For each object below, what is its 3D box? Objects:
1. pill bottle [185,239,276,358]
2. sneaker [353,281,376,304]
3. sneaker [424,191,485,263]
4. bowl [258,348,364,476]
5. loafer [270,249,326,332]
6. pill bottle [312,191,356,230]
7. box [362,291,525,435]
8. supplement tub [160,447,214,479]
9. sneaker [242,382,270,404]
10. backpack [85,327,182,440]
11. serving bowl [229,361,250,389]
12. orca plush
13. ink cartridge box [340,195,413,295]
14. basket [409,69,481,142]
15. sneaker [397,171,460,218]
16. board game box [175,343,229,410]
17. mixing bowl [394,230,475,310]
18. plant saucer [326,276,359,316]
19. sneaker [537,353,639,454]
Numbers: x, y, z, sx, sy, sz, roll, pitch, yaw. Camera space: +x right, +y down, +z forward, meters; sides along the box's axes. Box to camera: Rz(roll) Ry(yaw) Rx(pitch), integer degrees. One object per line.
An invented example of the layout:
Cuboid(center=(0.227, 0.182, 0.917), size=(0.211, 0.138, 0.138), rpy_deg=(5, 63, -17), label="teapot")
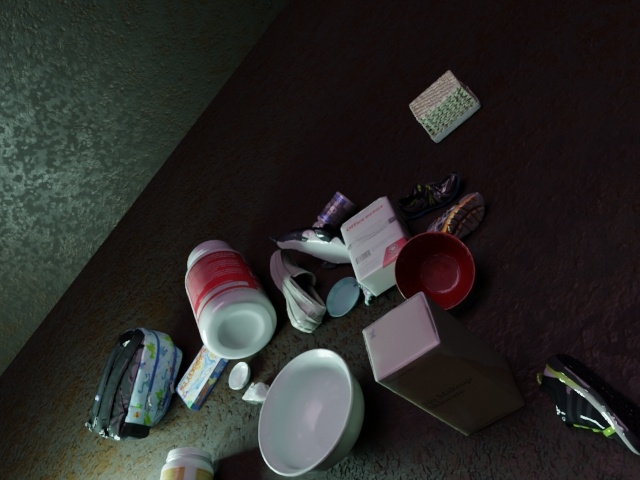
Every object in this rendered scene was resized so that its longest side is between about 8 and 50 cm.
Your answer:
Cuboid(center=(-0.301, 0.167, 1.906), size=(0.229, 0.229, 0.407), rpy_deg=(-49, 35, 8), label="pill bottle")
Cuboid(center=(0.117, 0.128, 1.598), size=(0.069, 0.038, 0.098), rpy_deg=(1, 50, 29), label="sneaker")
Cuboid(center=(0.315, -0.036, 1.477), size=(0.215, 0.084, 0.083), rpy_deg=(-50, 30, 9), label="sneaker")
Cuboid(center=(0.002, 0.418, 1.415), size=(0.298, 0.134, 0.297), rpy_deg=(-31, 40, 31), label="bowl")
Cuboid(center=(-0.061, 0.128, 1.761), size=(0.111, 0.112, 0.319), rpy_deg=(-48, 44, 18), label="loafer")
Cuboid(center=(0.040, -0.074, 1.837), size=(0.137, 0.078, 0.078), rpy_deg=(-52, 34, 4), label="pill bottle")
Cuboid(center=(0.235, 0.240, 1.131), size=(0.148, 0.311, 0.121), rpy_deg=(-38, 38, 22), label="box")
Cuboid(center=(-0.365, 0.679, 1.620), size=(0.144, 0.144, 0.199), rpy_deg=(-31, 41, 31), label="supplement tub")
Cuboid(center=(-0.161, 0.427, 1.674), size=(0.152, 0.054, 0.061), rpy_deg=(-6, 54, 48), label="sneaker")
Cuboid(center=(-0.625, 0.475, 2.042), size=(0.290, 0.274, 0.355), rpy_deg=(-10, 76, 49), label="backpack")
Cuboid(center=(-0.237, 0.409, 1.800), size=(0.083, 0.027, 0.083), rpy_deg=(-31, 40, 31), label="serving bowl")
Cuboid(center=(0.000, 0.000, 1.776), size=(0.287, 0.151, 0.102), rpy_deg=(-4, 40, 37), label="orca plush")
Cuboid(center=(0.156, 0.012, 1.566), size=(0.159, 0.092, 0.217), rpy_deg=(-35, 42, 17), label="ink cartridge box")
Cuboid(center=(0.350, -0.383, 1.709), size=(0.167, 0.103, 0.113), rpy_deg=(-41, 36, 21), label="basket")
Cuboid(center=(0.286, -0.123, 1.586), size=(0.188, 0.078, 0.067), rpy_deg=(-30, 41, 30), label="sneaker")
Cuboid(center=(-0.381, 0.431, 1.947), size=(0.136, 0.035, 0.201), rpy_deg=(23, 79, 55), label="board game box")
Cuboid(center=(0.271, 0.074, 1.391), size=(0.182, 0.098, 0.181), rpy_deg=(-3, 83, 20), label="mixing bowl")
Cuboid(center=(0.067, 0.159, 1.657), size=(0.119, 0.021, 0.119), rpy_deg=(-31, 40, 30), label="plant saucer")
Cuboid(center=(0.469, 0.295, 1.038), size=(0.234, 0.084, 0.097), rpy_deg=(54, 129, 55), label="sneaker")
